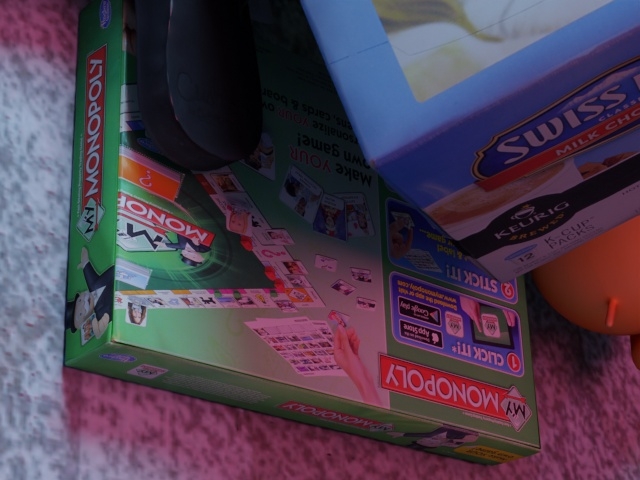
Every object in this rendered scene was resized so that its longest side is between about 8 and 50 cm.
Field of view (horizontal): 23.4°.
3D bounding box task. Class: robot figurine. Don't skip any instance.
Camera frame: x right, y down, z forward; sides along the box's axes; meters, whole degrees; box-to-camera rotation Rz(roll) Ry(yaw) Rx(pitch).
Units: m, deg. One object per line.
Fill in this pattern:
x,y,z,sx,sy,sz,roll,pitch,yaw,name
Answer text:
0.214,-0.006,1.036,0.128,0.158,0.219,32,23,18,robot figurine

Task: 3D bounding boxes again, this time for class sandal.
-0.064,-0.165,0.832,0.097,0.054,0.254,1,73,-50,sandal

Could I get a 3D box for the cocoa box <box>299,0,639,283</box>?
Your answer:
0.100,-0.196,0.859,0.228,0.231,0.347,37,29,-63,cocoa box

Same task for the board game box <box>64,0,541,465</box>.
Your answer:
0.000,0.000,0.901,0.317,0.046,0.213,19,59,-38,board game box

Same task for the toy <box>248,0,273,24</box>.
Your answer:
-0.131,-0.199,0.861,0.237,0.056,0.137,10,61,-47,toy
